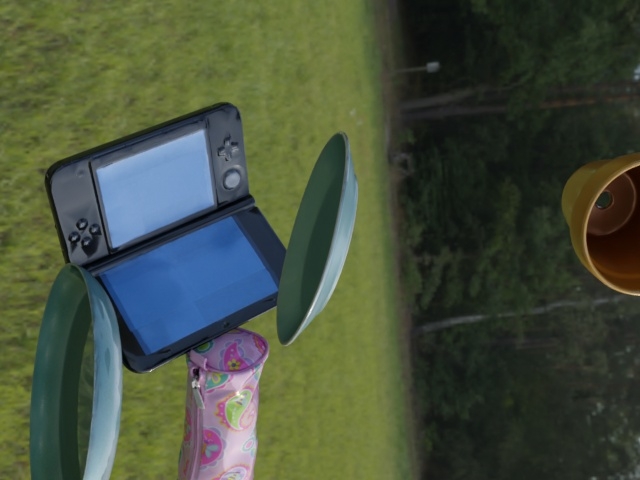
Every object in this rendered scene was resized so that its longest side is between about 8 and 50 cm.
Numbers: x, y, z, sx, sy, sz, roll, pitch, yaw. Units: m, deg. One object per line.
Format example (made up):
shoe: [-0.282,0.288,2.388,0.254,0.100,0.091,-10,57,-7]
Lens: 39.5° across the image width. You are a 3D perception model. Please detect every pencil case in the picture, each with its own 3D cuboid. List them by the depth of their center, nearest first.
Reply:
pencil case: [-0.146,0.257,1.273,0.124,0.124,0.284,-87,-176,-61]

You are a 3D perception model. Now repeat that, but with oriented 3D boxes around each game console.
game console: [-0.183,-0.012,1.199,0.173,0.293,0.250,35,-40,41]

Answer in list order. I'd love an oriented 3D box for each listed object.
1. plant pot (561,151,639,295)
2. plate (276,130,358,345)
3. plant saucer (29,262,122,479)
plant pot: [0.460,-0.043,1.356,0.188,0.205,0.205,-112,-166,-72]
plate: [0.000,0.000,0.759,0.188,0.024,0.188,-166,-90,-78]
plant saucer: [-0.286,0.186,1.039,0.317,0.044,0.317,-23,-116,59]
